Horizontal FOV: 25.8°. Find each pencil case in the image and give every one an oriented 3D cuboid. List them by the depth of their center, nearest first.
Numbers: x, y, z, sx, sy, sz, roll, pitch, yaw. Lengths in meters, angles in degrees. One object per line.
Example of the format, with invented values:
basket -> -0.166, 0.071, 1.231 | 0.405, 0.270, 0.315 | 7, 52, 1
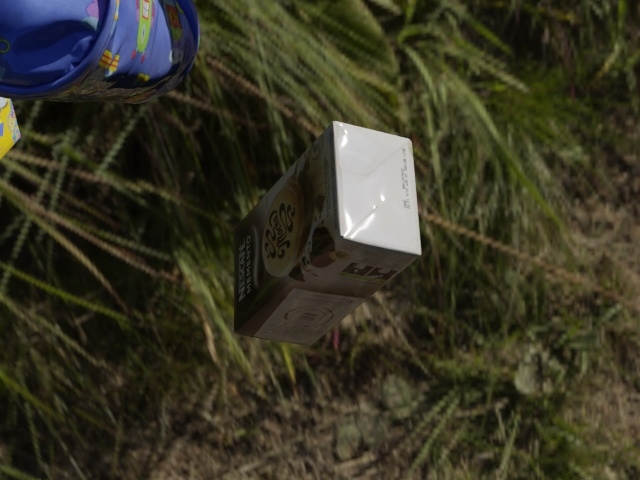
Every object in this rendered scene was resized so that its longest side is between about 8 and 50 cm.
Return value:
pencil case -> -0.172, -0.167, 1.030 | 0.119, 0.306, 0.133 | 9, 97, 6

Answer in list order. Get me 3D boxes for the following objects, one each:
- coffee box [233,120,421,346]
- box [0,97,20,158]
coffee box -> 0.000, 0.000, 1.795 | 0.118, 0.297, 0.168 | 12, 58, -25
box -> -0.489, -0.172, 1.513 | 0.177, 0.279, 0.290 | -2, 29, 14
